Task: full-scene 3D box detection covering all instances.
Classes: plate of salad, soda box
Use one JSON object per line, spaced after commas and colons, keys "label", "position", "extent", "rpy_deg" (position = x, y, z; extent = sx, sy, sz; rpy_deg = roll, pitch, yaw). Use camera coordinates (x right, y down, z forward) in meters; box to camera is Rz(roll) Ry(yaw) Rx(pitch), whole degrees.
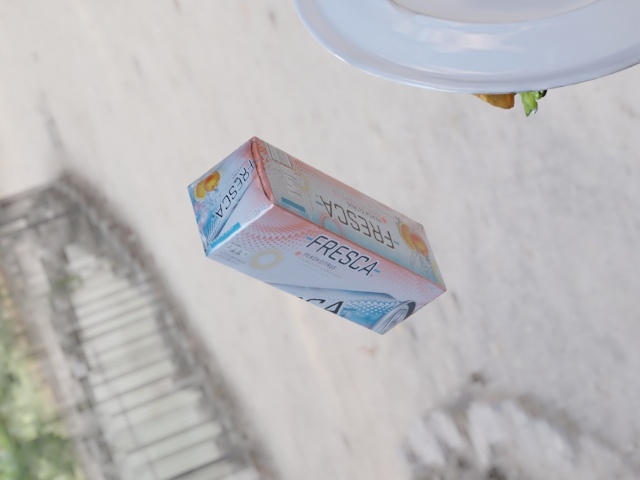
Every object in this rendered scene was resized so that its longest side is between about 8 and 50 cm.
{"label": "plate of salad", "position": [0.086, -0.120, 0.845], "extent": [0.200, 0.200, 0.048], "rpy_deg": [-126, 19, -47]}
{"label": "soda box", "position": [0.000, 0.000, 1.198], "extent": [0.183, 0.063, 0.058], "rpy_deg": [26, -143, -45]}
